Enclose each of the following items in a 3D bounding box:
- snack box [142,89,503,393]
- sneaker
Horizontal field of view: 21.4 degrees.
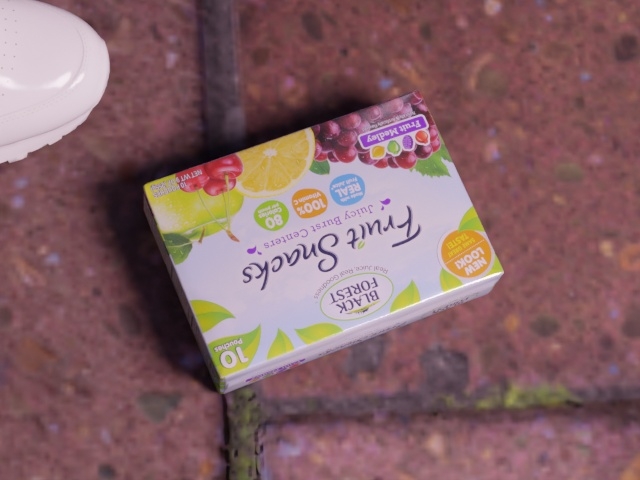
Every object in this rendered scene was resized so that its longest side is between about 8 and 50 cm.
[{"bbox_3d":[0.000,0.000,0.789,0.141,0.037,0.100,-20,76,-12],"label":"snack box"},{"bbox_3d":[-0.212,-0.088,0.765,0.235,0.095,0.090,2,70,-11],"label":"sneaker"}]
